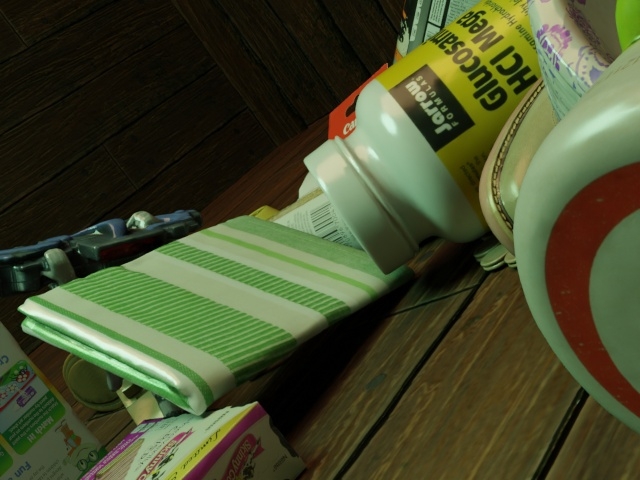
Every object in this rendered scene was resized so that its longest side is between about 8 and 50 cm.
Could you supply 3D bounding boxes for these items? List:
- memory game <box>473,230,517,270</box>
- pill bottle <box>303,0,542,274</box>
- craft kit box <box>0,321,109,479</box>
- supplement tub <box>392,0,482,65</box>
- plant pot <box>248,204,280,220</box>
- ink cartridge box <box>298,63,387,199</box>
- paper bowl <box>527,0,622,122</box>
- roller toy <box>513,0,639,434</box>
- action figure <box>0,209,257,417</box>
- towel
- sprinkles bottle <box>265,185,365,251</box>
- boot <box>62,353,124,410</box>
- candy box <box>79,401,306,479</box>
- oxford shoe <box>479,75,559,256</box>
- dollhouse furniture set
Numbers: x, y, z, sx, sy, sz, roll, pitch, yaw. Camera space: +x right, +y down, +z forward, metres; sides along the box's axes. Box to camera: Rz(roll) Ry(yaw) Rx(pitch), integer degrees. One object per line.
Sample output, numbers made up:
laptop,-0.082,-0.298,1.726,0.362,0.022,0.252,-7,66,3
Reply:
memory game,0.222,-0.030,0.879,0.186,0.012,0.186,-35,10,7
pill bottle,0.158,-0.119,0.921,0.334,0.188,0.188,-36,10,3
craft kit box,-0.338,0.228,0.908,0.061,0.246,0.250,-32,10,41
supplement tub,0.211,-0.317,1.297,0.193,0.194,0.316,-50,-25,-53
plant pot,-0.086,0.001,1.526,0.134,0.095,0.134,-35,11,8
ink cartridge box,0.032,-0.130,1.424,0.066,0.232,0.189,9,-22,-27
paper bowl,0.272,-0.132,0.563,0.284,0.284,0.148,-37,-34,-3
roller toy,0.185,-0.001,0.373,0.146,0.209,0.191,-43,-26,-35
action figure,-0.257,0.085,1.087,0.341,0.178,0.330,-12,27,-31
towel,-0.095,0.057,0.949,0.248,0.038,0.325,17,27,33
sprinkles bottle,0.000,0.000,1.176,0.355,0.121,0.121,-29,12,33
boot,-0.247,0.137,1.435,0.283,0.109,0.220,-41,-1,36
candy box,-0.138,0.217,0.786,0.159,0.071,0.233,-42,12,-34
oxford shoe,0.277,-0.129,0.709,0.397,0.140,0.146,-41,-2,-22
dollhouse furniture set,-0.165,0.179,1.178,0.144,0.123,0.151,-38,45,-10
